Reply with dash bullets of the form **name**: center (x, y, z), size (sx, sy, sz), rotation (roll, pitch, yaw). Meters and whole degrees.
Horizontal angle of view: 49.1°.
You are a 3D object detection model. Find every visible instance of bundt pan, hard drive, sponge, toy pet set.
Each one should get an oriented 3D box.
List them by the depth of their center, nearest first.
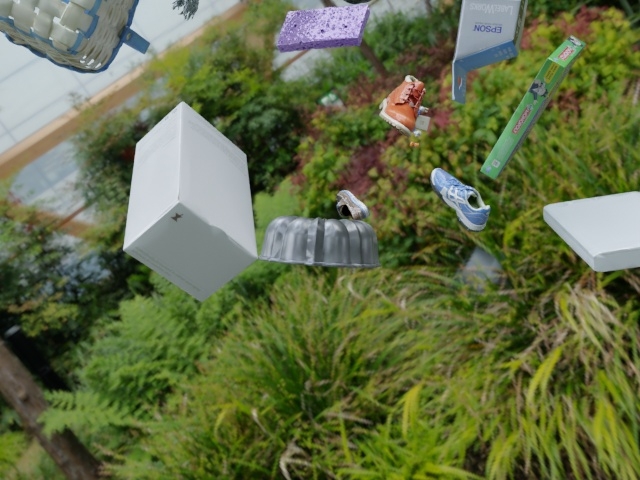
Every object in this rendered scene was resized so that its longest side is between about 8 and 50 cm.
- **hard drive**: center (0.563, -0.023, 1.315), size (0.203, 0.040, 0.307), rotation (-9, 18, 4)
- **sponge**: center (0.007, -0.508, 1.674), size (0.210, 0.031, 0.117), rotation (2, 58, 21)
- **bundt pan**: center (0.000, 0.000, 1.868), size (0.331, 0.124, 0.331), rotation (4, 2, 0)
- **toy pet set**: center (0.270, -0.336, 2.036), size (0.114, 0.065, 0.122), rotation (-116, 39, -80)

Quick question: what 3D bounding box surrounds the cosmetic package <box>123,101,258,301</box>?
- **cosmetic package**: center (-0.248, -0.086, 1.356), size (0.155, 0.197, 0.365), rotation (-37, 34, 20)

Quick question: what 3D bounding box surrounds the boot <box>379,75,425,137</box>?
- **boot**: center (0.146, -0.233, 1.195), size (0.084, 0.059, 0.158), rotation (-48, 20, 23)

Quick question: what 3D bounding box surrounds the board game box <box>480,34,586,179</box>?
- **board game box**: center (0.505, -0.315, 1.669), size (0.213, 0.046, 0.317), rotation (-43, -17, -48)

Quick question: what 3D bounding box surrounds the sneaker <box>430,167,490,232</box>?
- **sneaker**: center (0.376, -0.122, 1.857), size (0.080, 0.211, 0.081), rotation (-25, -27, -32)

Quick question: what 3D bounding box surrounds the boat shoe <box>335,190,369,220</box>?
- **boat shoe**: center (0.091, -0.116, 2.354), size (0.066, 0.066, 0.183), rotation (-27, 31, -17)

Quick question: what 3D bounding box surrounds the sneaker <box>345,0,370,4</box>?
- **sneaker**: center (0.026, -0.611, 1.446), size (0.101, 0.267, 0.106), rotation (-29, 15, -14)

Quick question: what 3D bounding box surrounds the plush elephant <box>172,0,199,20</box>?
- **plush elephant**: center (-0.253, -0.702, 1.587), size (0.330, 0.272, 0.255), rotation (-57, -18, -25)

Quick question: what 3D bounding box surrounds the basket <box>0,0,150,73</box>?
- **basket**: center (-0.412, -0.388, 1.136), size (0.201, 0.255, 0.289), rotation (-63, 10, 2)

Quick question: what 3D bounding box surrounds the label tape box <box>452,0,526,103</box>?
- **label tape box**: center (0.339, -0.437, 1.354), size (0.115, 0.347, 0.249), rotation (9, 11, 16)
